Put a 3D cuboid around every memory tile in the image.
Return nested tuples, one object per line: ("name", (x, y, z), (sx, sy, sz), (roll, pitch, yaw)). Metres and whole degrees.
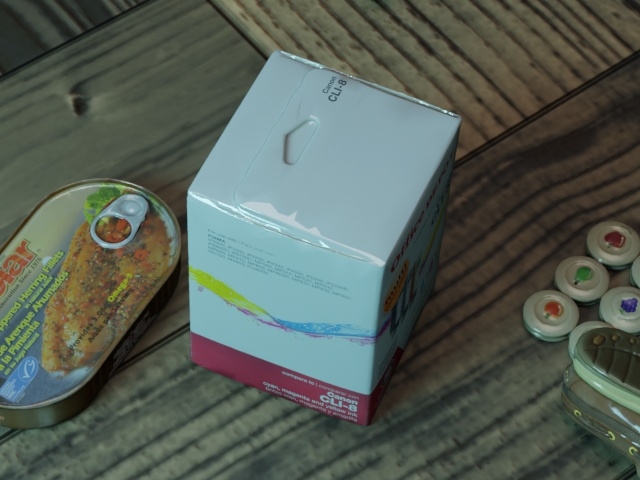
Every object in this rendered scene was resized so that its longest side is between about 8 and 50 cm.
("memory tile", (0.214, 0.055, 1.257), (0.148, 0.012, 0.113), (35, 60, 21))

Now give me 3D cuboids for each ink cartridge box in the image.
("ink cartridge box", (0.000, 0.000, 1.186), (0.127, 0.176, 0.128), (20, 55, 12))

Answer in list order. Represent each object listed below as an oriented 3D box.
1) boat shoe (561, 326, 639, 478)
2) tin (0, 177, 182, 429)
("boat shoe", (0.223, 0.124, 1.179), (0.178, 0.060, 0.064), (36, 39, 20))
("tin", (-0.164, 0.039, 1.239), (0.106, 0.040, 0.190), (28, 57, 13))
